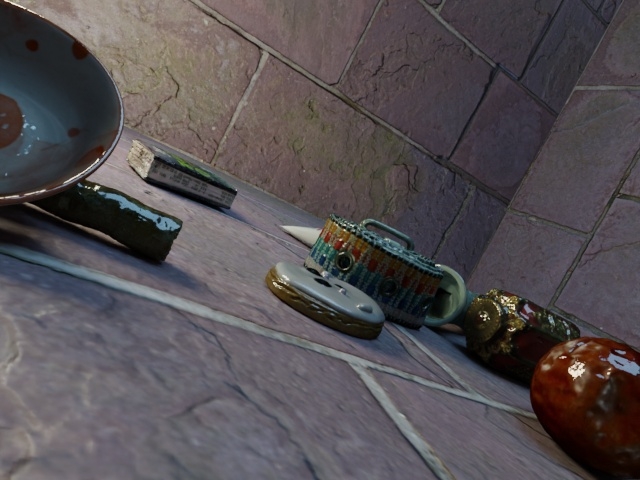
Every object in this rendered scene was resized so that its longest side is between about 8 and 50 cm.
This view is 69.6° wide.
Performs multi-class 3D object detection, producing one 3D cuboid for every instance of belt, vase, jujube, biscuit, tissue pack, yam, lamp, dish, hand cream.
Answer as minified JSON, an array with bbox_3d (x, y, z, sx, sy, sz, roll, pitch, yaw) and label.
[{"bbox_3d":[0.125,0.054,0.948,0.294,0.161,0.207,26,6,-5],"label":"belt"},{"bbox_3d":[0.342,0.160,1.148,0.143,0.143,0.298,32,5,39],"label":"vase"},{"bbox_3d":[0.401,0.237,0.661,0.190,0.190,0.255,31,-10,31],"label":"jujube"},{"bbox_3d":[0.014,0.086,0.726,0.208,0.049,0.181,26,5,-32],"label":"biscuit"},{"bbox_3d":[-0.340,-0.160,1.140,0.235,0.073,0.173,21,8,-43],"label":"tissue pack"},{"bbox_3d":[-0.283,-0.050,0.515,0.252,0.061,0.061,25,6,-19],"label":"yam"},{"bbox_3d":[0.431,0.211,0.981,0.273,0.177,0.177,27,5,-25],"label":"lamp"},{"bbox_3d":[-0.330,-0.119,0.433,0.260,0.085,0.260,19,50,-24],"label":"dish"},{"bbox_3d":[0.000,0.000,1.326,0.133,0.083,0.247,25,-4,-41],"label":"hand cream"}]
